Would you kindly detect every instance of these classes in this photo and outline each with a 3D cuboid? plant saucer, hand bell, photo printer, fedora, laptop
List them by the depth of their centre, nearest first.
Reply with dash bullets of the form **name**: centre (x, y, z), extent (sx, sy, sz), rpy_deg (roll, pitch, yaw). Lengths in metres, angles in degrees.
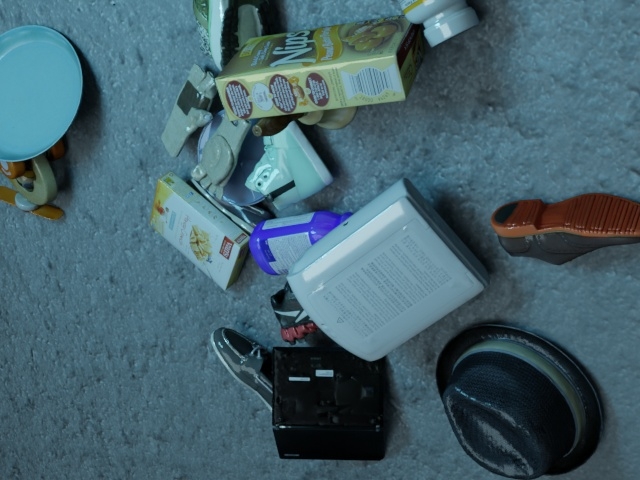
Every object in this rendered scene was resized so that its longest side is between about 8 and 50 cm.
- **hand bell**: centre (-0.046, -0.226, 1.541), extent (0.126, 0.242, 0.126), rpy_deg (15, 120, 28)
- **photo printer**: centre (0.112, 0.068, 1.581), extent (0.308, 0.107, 0.256), rpy_deg (-38, 106, 21)
- **fedora**: centre (0.341, 0.322, 1.597), extent (0.334, 0.152, 0.333), rpy_deg (14, 118, 28)
- **laptop**: centre (0.019, 0.353, 1.854), extent (0.235, 0.136, 0.264), rpy_deg (0, 89, 4)
- **plant saucer**: centre (-0.664, -0.327, 1.951), extent (0.318, 0.044, 0.317), rpy_deg (-3, 80, 19)

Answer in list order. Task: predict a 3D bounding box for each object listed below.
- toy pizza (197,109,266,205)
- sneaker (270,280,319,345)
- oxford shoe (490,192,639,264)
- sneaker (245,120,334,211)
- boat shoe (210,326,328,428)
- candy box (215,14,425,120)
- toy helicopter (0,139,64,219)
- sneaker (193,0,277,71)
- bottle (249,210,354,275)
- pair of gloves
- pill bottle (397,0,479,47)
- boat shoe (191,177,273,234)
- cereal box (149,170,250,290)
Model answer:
- **toy pizza**: centre (-0.161, -0.171, 1.766), extent (0.201, 0.032, 0.201), rpy_deg (6, 103, 25)
- **sneaker**: centre (0.001, 0.119, 1.764), extent (0.276, 0.098, 0.135), rpy_deg (-24, 100, 40)
- **oxford shoe**: centre (0.425, -0.013, 1.438), extent (0.272, 0.097, 0.098), rpy_deg (3, 133, 38)
- **sneaker**: centre (-0.105, -0.179, 1.660), extent (0.151, 0.094, 0.255), rpy_deg (-34, 93, 4)
- **boat shoe**: centre (-0.104, 0.309, 1.930), extent (0.095, 0.112, 0.335), rpy_deg (-38, 93, 22)
- **candy box**: centre (0.003, -0.294, 1.466), extent (0.317, 0.183, 0.087), rpy_deg (-3, 123, 20)
- **toy helicopter**: centre (-0.761, -0.174, 2.145), extent (0.355, 0.140, 0.234), rpy_deg (20, 131, 38)
- **sneaker**: centre (-0.193, -0.503, 1.588), extent (0.182, 0.158, 0.410), rpy_deg (22, 119, 45)
- **bottle**: centre (0.000, 0.000, 1.704), extent (0.283, 0.092, 0.118), rpy_deg (-9, 128, 31)
- **pair of gloves**: centre (-0.228, -0.222, 1.736), extent (0.240, 0.042, 0.204), rpy_deg (48, 124, 33)
- **pill bottle**: centre (0.171, -0.422, 1.384), extent (0.118, 0.118, 0.208), rpy_deg (-22, 98, 39)
- **boat shoe**: centre (-0.186, -0.083, 1.834), extent (0.206, 0.075, 0.065), rpy_deg (39, 85, 20)
- **cereal box**: centre (-0.266, -0.019, 1.889), extent (0.240, 0.047, 0.173), rpy_deg (40, 142, 13)
